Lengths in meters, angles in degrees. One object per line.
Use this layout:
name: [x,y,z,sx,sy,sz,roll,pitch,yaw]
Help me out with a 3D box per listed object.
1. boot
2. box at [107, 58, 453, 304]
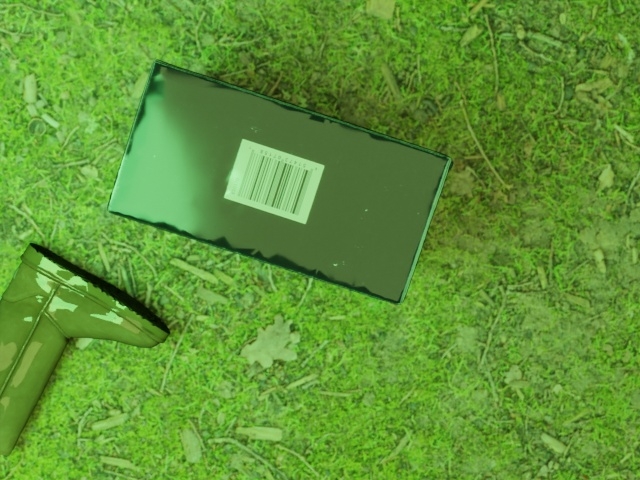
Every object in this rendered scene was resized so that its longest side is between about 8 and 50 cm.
boot: [-0.365,0.170,1.369,0.236,0.089,0.269,31,92,2]
box: [-0.044,-0.075,1.239,0.343,0.312,0.178,18,96,-1]
